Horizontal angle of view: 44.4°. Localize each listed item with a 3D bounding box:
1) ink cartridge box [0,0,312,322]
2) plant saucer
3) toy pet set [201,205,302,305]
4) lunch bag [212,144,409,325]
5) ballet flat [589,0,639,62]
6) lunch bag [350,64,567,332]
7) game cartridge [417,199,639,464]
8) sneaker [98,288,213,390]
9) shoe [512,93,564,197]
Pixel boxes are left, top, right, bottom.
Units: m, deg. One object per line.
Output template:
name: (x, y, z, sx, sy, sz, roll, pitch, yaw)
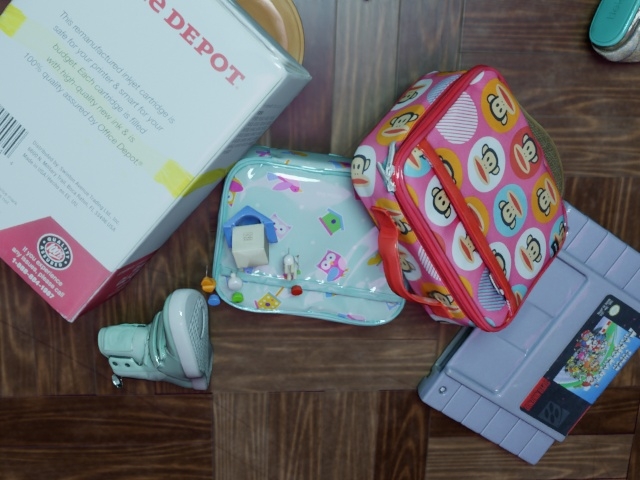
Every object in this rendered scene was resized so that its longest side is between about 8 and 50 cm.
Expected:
ink cartridge box: (-0.240, -0.146, 0.907, 0.279, 0.160, 0.385, 44, 103, 1)
plant saucer: (-0.118, -0.248, 0.993, 0.199, 0.037, 0.200, -1, 107, -5)
toy pet set: (-0.089, 0.018, 0.970, 0.122, 0.065, 0.114, -6, 143, 3)
lunch bag: (0.000, 0.000, 1.045, 0.279, 0.108, 0.224, 9, 106, -7)
ballet flat: (0.446, -0.372, 0.985, 0.106, 0.107, 0.316, 13, 113, -30)
lunch bag: (0.165, -0.037, 0.956, 0.258, 0.120, 0.293, -48, 120, -24)
game cartridge: (0.336, 0.145, 1.152, 0.230, 0.068, 0.355, 32, 102, -10)
sneaker: (-0.222, 0.133, 1.018, 0.151, 0.094, 0.256, 6, 151, -2)
shoe: (0.258, -0.134, 1.060, 0.076, 0.058, 0.219, -49, 113, -23)
